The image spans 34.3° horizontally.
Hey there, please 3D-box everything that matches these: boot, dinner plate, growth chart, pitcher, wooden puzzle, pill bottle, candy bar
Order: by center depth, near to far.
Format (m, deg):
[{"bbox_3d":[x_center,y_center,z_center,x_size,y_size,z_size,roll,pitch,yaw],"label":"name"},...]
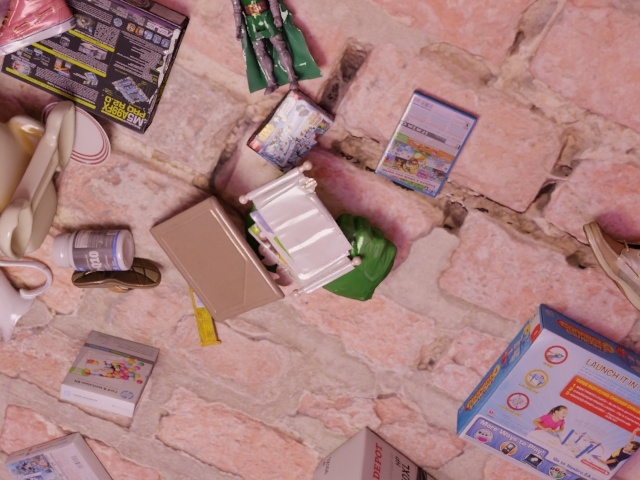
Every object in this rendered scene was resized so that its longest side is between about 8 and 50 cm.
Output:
[{"bbox_3d":[-0.039,-0.011,1.797,0.172,0.021,0.237,-21,116,20],"label":"growth chart"},{"bbox_3d":[0.572,0.014,1.802,0.165,0.077,0.213,-34,115,24],"label":"boot"},{"bbox_3d":[-0.433,-0.192,1.845,0.141,0.017,0.141,16,138,15],"label":"dinner plate"},{"bbox_3d":[-0.186,0.035,1.881,0.238,0.044,0.221,-21,108,50],"label":"wooden puzzle"},{"bbox_3d":[-0.427,0.019,1.945,0.137,0.078,0.078,-1,119,9],"label":"pill bottle"},{"bbox_3d":[-0.641,0.076,1.997,0.207,0.125,0.178,39,97,-25],"label":"pitcher"},{"bbox_3d":[-0.228,0.141,2.020,0.040,0.018,0.162,-5,118,7],"label":"candy bar"}]

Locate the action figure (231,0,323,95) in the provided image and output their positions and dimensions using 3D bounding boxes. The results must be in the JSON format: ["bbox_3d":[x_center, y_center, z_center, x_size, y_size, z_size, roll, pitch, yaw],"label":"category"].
[{"bbox_3d":[-0.096,-0.358,1.701,0.137,0.063,0.232,-12,113,18],"label":"action figure"}]

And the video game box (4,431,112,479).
[{"bbox_3d":[-0.559,0.530,2.269,0.187,0.048,0.205,-20,114,16],"label":"video game box"}]

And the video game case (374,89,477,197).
[{"bbox_3d":[0.181,-0.165,1.793,0.119,0.015,0.166,23,119,-6],"label":"video game case"}]

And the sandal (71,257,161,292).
[{"bbox_3d":[-0.387,0.075,1.981,0.180,0.072,0.049,-3,134,11],"label":"sandal"}]

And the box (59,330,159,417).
[{"bbox_3d":[-0.407,0.257,2.014,0.145,0.186,0.038,16,120,0],"label":"box"}]

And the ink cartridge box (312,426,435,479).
[{"bbox_3d":[0.171,0.608,2.071,0.395,0.285,0.166,38,116,-14],"label":"ink cartridge box"}]

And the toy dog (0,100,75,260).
[{"bbox_3d":[-0.661,-0.148,1.803,0.407,0.285,0.395,20,164,-4],"label":"toy dog"}]

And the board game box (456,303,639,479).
[{"bbox_3d":[0.468,0.316,1.980,0.308,0.086,0.302,28,119,-8],"label":"board game box"}]

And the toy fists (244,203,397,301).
[{"bbox_3d":[0.000,0.000,1.867,0.279,0.096,0.142,20,126,-3],"label":"toy fists"}]

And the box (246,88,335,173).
[{"bbox_3d":[-0.053,-0.190,1.804,0.094,0.027,0.137,37,117,-14],"label":"box"}]

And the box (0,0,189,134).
[{"bbox_3d":[-0.384,-0.331,1.755,0.270,0.060,0.216,23,120,-5],"label":"box"}]

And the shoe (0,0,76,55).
[{"bbox_3d":[-0.492,-0.359,1.687,0.178,0.063,0.081,-17,114,12],"label":"shoe"}]
